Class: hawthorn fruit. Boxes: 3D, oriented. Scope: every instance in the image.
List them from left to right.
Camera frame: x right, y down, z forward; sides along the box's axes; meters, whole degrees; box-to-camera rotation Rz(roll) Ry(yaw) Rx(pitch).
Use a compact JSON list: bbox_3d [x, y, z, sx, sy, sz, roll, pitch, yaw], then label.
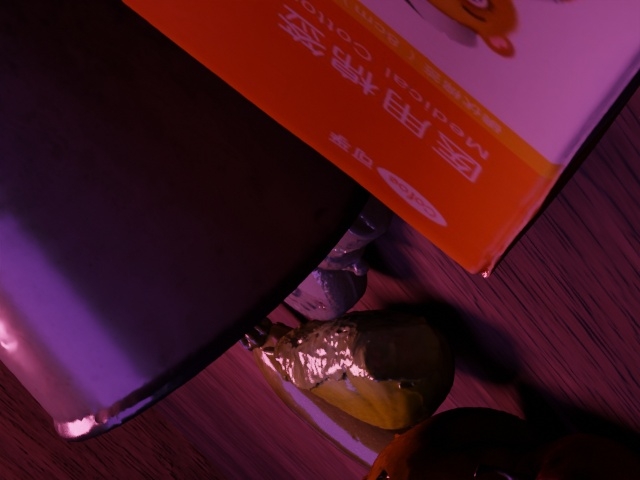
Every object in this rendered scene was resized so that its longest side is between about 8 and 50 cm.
[{"bbox_3d":[0.206,0.230,1.177,0.194,0.157,0.157,35,167,-16],"label":"hawthorn fruit"}]

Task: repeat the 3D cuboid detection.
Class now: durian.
[{"bbox_3d":[0.042,0.108,1.313,0.139,0.101,0.250,28,168,-16],"label":"durian"}]

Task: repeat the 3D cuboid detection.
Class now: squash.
[{"bbox_3d":[0.025,0.183,1.630,0.341,0.094,0.094,36,165,4],"label":"squash"}]

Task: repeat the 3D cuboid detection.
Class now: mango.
[{"bbox_3d":[0.130,0.231,1.279,0.248,0.151,0.156,1,-118,-49],"label":"mango"}]

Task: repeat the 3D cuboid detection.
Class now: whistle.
[{"bbox_3d":[0.000,0.000,1.206,0.126,0.067,0.258,47,160,-2],"label":"whistle"}]

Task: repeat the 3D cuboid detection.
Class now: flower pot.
[{"bbox_3d":[-0.169,-0.075,1.003,0.330,0.293,0.293,51,163,-14],"label":"flower pot"}]

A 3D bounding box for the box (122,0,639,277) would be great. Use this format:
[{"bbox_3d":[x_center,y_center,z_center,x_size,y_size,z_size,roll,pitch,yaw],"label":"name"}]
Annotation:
[{"bbox_3d":[0.041,-0.139,0.540,0.225,0.143,0.341,38,164,6],"label":"box"}]
